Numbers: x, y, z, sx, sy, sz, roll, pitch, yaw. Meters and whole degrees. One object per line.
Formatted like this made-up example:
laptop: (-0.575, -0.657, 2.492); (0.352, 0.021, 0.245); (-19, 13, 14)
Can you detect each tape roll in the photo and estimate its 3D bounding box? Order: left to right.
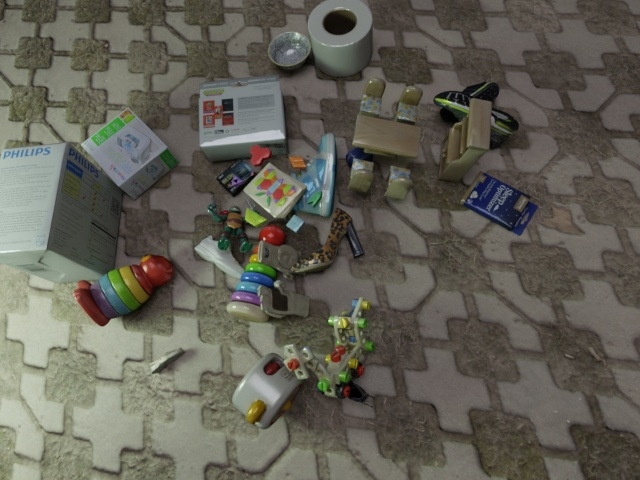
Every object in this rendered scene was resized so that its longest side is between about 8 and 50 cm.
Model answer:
tape roll: (0.081, -0.791, 1.683); (0.247, 0.169, 0.245); (-2, 70, 6)

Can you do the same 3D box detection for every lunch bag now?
lunch bag: (0.142, -0.305, 1.560); (0.099, 0.067, 0.065); (-34, 71, -9)

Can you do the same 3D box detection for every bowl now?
bowl: (-0.119, -0.746, 1.739); (0.170, 0.080, 0.169); (-2, 71, 6)

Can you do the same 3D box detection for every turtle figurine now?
turtle figurine: (-0.300, -0.067, 1.504); (0.176, 0.118, 0.234); (-6, 52, -6)

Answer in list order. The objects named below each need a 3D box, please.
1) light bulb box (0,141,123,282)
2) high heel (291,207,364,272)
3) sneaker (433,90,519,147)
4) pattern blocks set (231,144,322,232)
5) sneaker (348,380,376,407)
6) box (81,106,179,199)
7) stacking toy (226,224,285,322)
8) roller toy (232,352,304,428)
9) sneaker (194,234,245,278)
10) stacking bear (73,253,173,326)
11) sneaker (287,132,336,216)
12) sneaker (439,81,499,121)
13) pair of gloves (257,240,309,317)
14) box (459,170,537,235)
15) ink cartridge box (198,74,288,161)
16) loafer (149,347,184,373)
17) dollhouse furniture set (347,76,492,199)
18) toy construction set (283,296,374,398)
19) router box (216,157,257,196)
light bulb box: (-0.871, -0.076, 1.448); (0.226, 0.358, 0.360); (-4, 69, 3)
high heel: (0.000, 0.000, 1.450); (0.262, 0.093, 0.186); (-17, 75, -17)
sneaker: (0.524, -0.418, 1.504); (0.300, 0.121, 0.111); (30, 45, 6)
pattern blocks set: (-0.155, -0.173, 1.454); (0.325, 0.026, 0.285); (24, 78, 19)
sneaker: (0.087, 0.444, 1.294); (0.170, 0.089, 0.051); (28, 76, 15)
box: (-0.721, -0.330, 1.644); (0.231, 0.126, 0.262); (-42, 72, -10)
stacking toy: (-0.200, 0.097, 1.435); (0.141, 0.141, 0.329); (9, 67, 10)
roller toy: (-0.147, 0.443, 1.265); (0.146, 0.209, 0.191); (35, 72, 16)
sneaker: (-0.331, 0.049, 1.494); (0.212, 0.080, 0.094); (31, 65, 17)
stacking bear: (-0.639, 0.147, 1.453); (0.289, 0.175, 0.164); (-31, 110, -15)
sneaker: (-0.048, -0.244, 1.532); (0.209, 0.127, 0.318); (3, 71, 7)
sneaker: (0.544, -0.516, 1.596); (0.235, 0.084, 0.097); (-25, 36, 2)
pair of gloves: (-0.123, 0.130, 1.391); (0.042, 0.204, 0.239); (-19, 68, 42)
box: (0.608, -0.127, 1.461); (0.225, 0.036, 0.136); (33, 78, 15)
ink cartridge box: (-0.285, -0.456, 1.612); (0.310, 0.130, 0.271); (-5, 75, 0)
loafer: (-0.508, 0.385, 1.412); (0.125, 0.045, 0.039); (-36, 64, -3)
dollhouse furniture set: (0.312, -0.345, 1.414); (0.395, 0.256, 0.361); (11, 72, -2)
toy construction set: (0.045, 0.320, 1.251); (0.151, 0.328, 0.214); (8, 112, 42)
router box: (-0.311, -0.235, 1.605); (0.122, 0.038, 0.092); (-43, 71, -9)
